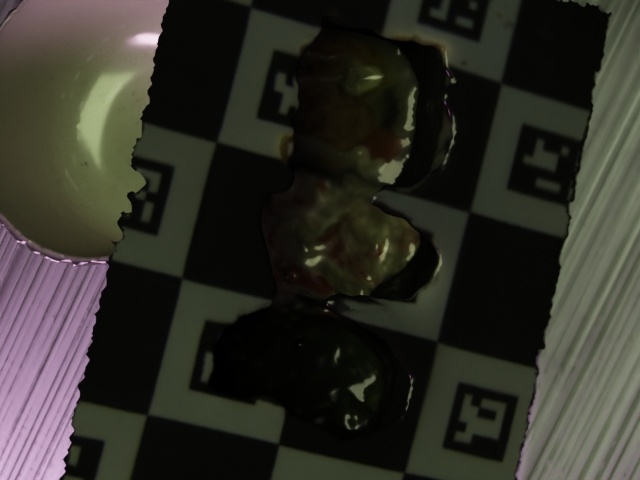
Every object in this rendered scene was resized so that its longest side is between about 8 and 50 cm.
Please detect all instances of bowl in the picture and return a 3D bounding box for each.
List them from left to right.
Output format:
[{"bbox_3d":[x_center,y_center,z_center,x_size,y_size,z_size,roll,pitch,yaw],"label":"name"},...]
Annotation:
[{"bbox_3d":[-0.127,-0.081,1.294,0.211,0.112,0.211,-3,83,25],"label":"bowl"}]

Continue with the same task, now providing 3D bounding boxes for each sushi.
[{"bbox_3d":[0.000,0.000,1.206,0.296,0.100,0.373,12,88,-19],"label":"sushi"}]
